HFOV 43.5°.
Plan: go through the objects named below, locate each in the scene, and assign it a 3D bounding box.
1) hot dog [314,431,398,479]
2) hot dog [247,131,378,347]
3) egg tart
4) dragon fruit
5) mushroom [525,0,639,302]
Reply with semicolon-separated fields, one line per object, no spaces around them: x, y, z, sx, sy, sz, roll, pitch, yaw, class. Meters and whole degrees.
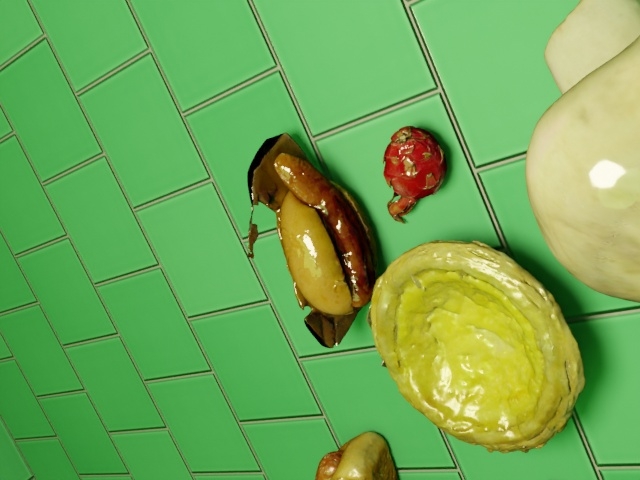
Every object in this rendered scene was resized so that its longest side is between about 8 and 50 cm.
0.067;0.483;1.483;0.153;0.150;0.256;-9;108;29;hot dog
0.004;-0.001;1.229;0.107;0.194;0.326;-11;119;46;hot dog
0.232;0.144;1.175;0.345;0.132;0.345;17;122;30;egg tart
0.136;-0.089;1.169;0.094;0.094;0.190;30;150;21;dragon fruit
0.361;-0.108;0.812;0.353;0.325;0.353;24;134;28;mushroom
